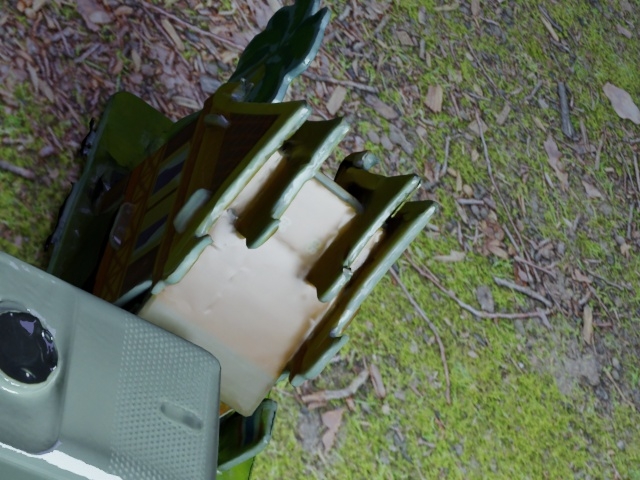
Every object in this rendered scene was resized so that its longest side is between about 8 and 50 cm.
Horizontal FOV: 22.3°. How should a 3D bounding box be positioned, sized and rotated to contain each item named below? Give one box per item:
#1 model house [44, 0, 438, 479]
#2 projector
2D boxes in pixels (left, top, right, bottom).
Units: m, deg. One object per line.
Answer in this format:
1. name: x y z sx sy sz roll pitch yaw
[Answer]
1. model house: -0.030 -0.027 1.306 0.242 0.313 0.358 39 41 -24
2. projector: -0.210 0.126 1.114 0.242 0.177 0.163 29 45 -29
